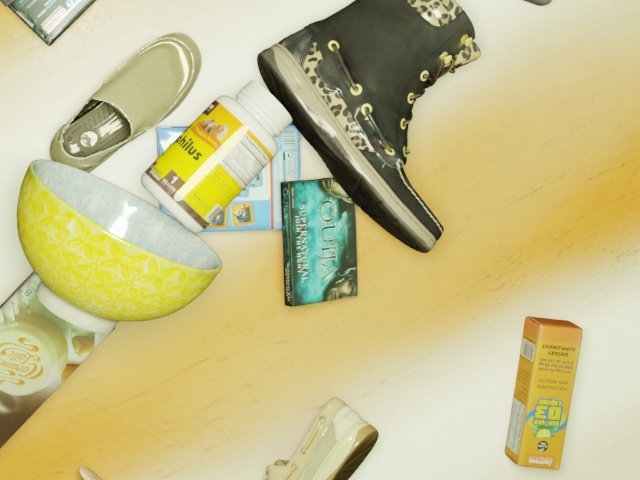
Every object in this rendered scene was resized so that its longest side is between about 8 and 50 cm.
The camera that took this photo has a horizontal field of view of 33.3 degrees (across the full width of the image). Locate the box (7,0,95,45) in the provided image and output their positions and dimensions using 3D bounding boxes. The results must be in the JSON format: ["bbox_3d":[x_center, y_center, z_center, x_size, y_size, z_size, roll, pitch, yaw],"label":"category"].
[{"bbox_3d":[-0.368,-0.412,1.503,0.175,0.051,0.220,45,87,-13],"label":"box"}]

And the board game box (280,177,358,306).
[{"bbox_3d":[0.000,0.000,1.613,0.126,0.026,0.186,-8,100,-36],"label":"board game box"}]

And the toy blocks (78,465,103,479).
[{"bbox_3d":[-0.362,0.432,1.607,0.123,0.054,0.148,42,88,-12],"label":"toy blocks"}]

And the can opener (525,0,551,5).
[{"bbox_3d":[0.233,-0.424,1.603,0.280,0.093,0.074,17,93,-17],"label":"can opener"}]

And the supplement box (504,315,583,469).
[{"bbox_3d":[0.356,0.244,1.711,0.078,0.080,0.233,6,98,-9],"label":"supplement box"}]

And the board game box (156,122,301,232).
[{"bbox_3d":[-0.135,-0.093,1.594,0.211,0.039,0.160,-2,97,-12],"label":"board game box"}]

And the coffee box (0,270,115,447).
[{"bbox_3d":[-0.430,0.164,1.538,0.141,0.098,0.246,43,88,-12],"label":"coffee box"}]

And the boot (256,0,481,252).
[{"bbox_3d":[0.122,-0.200,1.567,0.284,0.138,0.377,-41,94,-11],"label":"boot"}]

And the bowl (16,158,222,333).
[{"bbox_3d":[-0.293,0.029,1.429,0.289,0.289,0.156,30,98,-13],"label":"bowl"}]

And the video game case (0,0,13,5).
[{"bbox_3d":[-0.366,-0.469,1.422,0.274,0.026,0.196,-36,122,-3],"label":"video game case"}]

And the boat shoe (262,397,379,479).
[{"bbox_3d":[-0.036,0.378,1.648,0.098,0.109,0.302,41,101,23],"label":"boat shoe"}]

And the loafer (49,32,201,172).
[{"bbox_3d":[-0.274,-0.190,1.528,0.268,0.092,0.102,-45,103,-3],"label":"loafer"}]

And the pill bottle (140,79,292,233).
[{"bbox_3d":[-0.142,-0.121,1.508,0.117,0.117,0.215,45,86,-13],"label":"pill bottle"}]
